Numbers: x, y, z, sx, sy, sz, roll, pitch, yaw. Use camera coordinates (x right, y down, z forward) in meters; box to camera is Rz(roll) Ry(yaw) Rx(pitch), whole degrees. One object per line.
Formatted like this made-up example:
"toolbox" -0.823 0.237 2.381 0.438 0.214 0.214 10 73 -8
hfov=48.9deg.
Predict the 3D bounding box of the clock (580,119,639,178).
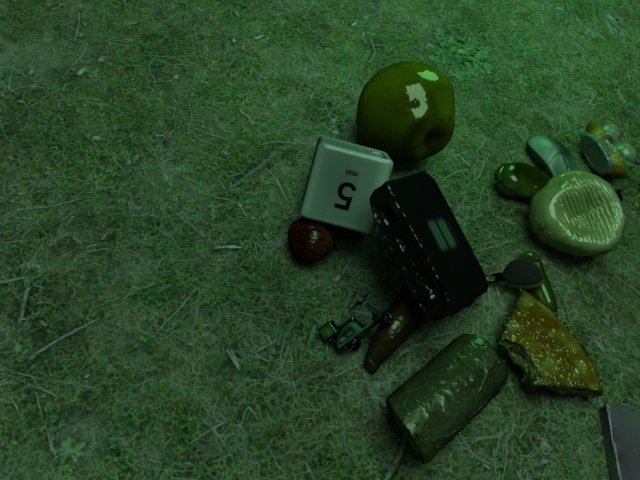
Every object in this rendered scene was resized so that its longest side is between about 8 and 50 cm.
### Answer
"clock" 0.904 -0.286 2.199 0.144 0.103 0.231 -14 63 -23

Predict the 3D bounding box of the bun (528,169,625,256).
"bun" 0.712 -0.072 1.976 0.259 0.160 0.259 0 79 -2

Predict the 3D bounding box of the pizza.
"pizza" 0.546 0.278 1.748 0.223 0.089 0.323 -19 61 -31

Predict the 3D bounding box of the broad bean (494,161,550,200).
"broad bean" 0.596 -0.173 2.070 0.175 0.082 0.124 9 57 -19

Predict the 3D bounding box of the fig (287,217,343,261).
"fig" -0.005 -0.003 1.787 0.153 0.119 0.119 -1 57 -13

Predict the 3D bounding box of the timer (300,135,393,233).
"timer" 0.064 -0.146 1.809 0.194 0.195 0.192 15 14 -4

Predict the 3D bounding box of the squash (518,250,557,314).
"squash" 0.582 0.120 1.879 0.066 0.066 0.201 -9 66 -18

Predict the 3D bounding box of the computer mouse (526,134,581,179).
"computer mouse" 0.720 -0.246 2.148 0.113 0.068 0.229 -22 64 -24

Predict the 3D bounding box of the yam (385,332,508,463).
"yam" 0.274 0.354 1.586 0.304 0.168 0.168 -33 70 -28

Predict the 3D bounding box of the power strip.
"power strip" 0.736 0.517 1.663 0.109 0.037 0.279 10 55 -7

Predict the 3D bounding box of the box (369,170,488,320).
"box" 0.274 0.003 1.731 0.350 0.091 0.359 -21 84 -61

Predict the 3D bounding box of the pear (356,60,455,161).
"pear" 0.240 -0.371 2.000 0.294 0.294 0.294 6 56 -9

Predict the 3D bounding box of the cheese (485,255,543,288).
"cheese" 0.500 0.094 1.856 0.163 0.036 0.086 -11 71 14

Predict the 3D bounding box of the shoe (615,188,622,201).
"shoe" 0.854 -0.091 2.086 0.159 0.062 0.053 -38 85 -31

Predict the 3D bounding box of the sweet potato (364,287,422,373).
"sweet potato" 0.201 0.204 1.711 0.085 0.112 0.286 12 52 36

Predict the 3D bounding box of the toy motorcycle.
"toy motorcycle" 0.088 0.196 1.665 0.173 0.058 0.100 -39 73 11
